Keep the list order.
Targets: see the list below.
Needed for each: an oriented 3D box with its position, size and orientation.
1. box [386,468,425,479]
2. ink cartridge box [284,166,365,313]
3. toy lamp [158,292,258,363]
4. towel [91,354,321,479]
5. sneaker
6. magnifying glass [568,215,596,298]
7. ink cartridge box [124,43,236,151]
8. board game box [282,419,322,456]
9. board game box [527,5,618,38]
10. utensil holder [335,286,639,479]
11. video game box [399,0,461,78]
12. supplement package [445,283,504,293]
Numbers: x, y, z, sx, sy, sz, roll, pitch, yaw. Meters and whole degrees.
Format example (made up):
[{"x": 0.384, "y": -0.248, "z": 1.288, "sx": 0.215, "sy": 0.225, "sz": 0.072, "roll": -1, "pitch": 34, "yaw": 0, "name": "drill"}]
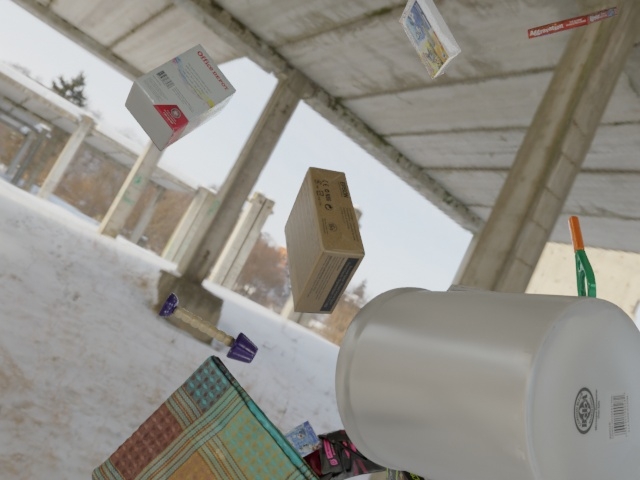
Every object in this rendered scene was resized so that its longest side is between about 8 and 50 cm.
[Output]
[{"x": 0.218, "y": 0.620, "z": 1.430, "sx": 0.184, "sy": 0.045, "sz": 0.190, "roll": -127, "pitch": -152, "yaw": -53, "name": "box"}, {"x": 0.000, "y": 0.000, "z": 1.201, "sx": 0.088, "sy": 0.234, "sz": 0.193, "roll": 6, "pitch": -43, "yaw": -18, "name": "ink cartridge box"}, {"x": -0.294, "y": 0.240, "z": 1.579, "sx": 0.275, "sy": 0.080, "sz": 0.080, "roll": 30, "pitch": -9, "yaw": -2, "name": "toy lamp"}, {"x": -0.129, "y": 0.377, "z": 0.802, "sx": 0.370, "sy": 0.271, "sz": 0.040, "roll": 45, "pitch": 0, "yaw": 22, "name": "towel"}, {"x": 0.100, "y": 0.660, "z": 1.851, "sx": 0.202, "sy": 0.483, "sz": 0.185, "roll": 11, "pitch": 48, "yaw": -54, "name": "sneaker"}, {"x": 0.583, "y": 0.047, "z": 1.328, "sx": 0.026, "sy": 0.231, "sz": 0.092, "roll": -1, "pitch": -33, "yaw": 12, "name": "magnifying glass"}, {"x": -0.295, "y": -0.301, "z": 1.256, "sx": 0.128, "sy": 0.176, "sz": 0.127, "roll": 53, "pitch": -28, "yaw": -6, "name": "ink cartridge box"}, {"x": -0.054, "y": 0.568, "z": 1.683, "sx": 0.090, "sy": 0.090, "sz": 0.020, "roll": 62, "pitch": 0, "yaw": -18, "name": "board game box"}, {"x": 0.658, "y": -0.566, "z": 1.540, "sx": 0.145, "sy": 0.281, "sz": 0.027, "roll": -3, "pitch": -71, "yaw": 41, "name": "board game box"}, {"x": 0.259, "y": 0.236, "z": 0.938, "sx": 0.328, "sy": 0.327, "sz": 0.385, "roll": 31, "pitch": -20, "yaw": -27, "name": "utensil holder"}, {"x": 0.303, "y": -0.578, "z": 1.668, "sx": 0.205, "sy": 0.048, "sz": 0.187, "roll": 61, "pitch": -2, "yaw": 1, "name": "video game box"}, {"x": 0.346, "y": 0.246, "z": 1.245, "sx": 0.204, "sy": 0.261, "sz": 0.145, "roll": 10, "pitch": 11, "yaw": 20, "name": "supplement package"}]
